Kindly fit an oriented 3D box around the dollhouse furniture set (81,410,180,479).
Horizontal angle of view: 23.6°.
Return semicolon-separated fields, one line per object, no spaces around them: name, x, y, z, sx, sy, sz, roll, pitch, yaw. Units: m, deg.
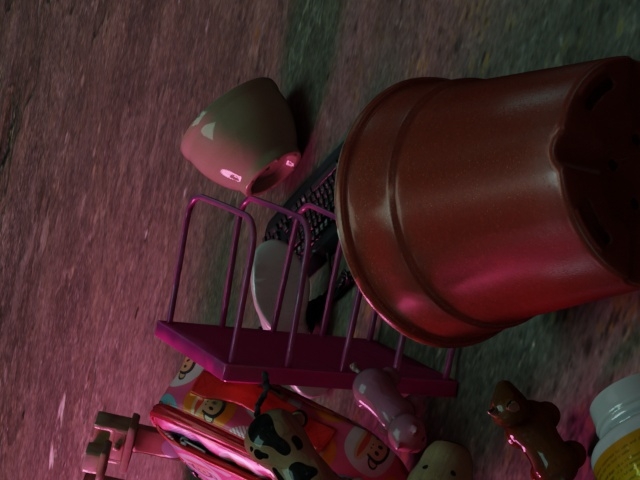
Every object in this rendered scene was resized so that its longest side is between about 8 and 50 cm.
dollhouse furniture set;-0.287;0.461;2.191;0.355;0.174;0.303;-87;11;-71

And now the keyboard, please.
keyboard;0.000;0.000;2.002;0.317;0.033;0.201;-46;48;52

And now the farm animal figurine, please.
farm animal figurine;0.089;0.271;1.467;0.330;0.172;0.326;-7;82;17

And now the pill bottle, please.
pill bottle;0.304;0.221;1.300;0.117;0.117;0.215;-58;39;42

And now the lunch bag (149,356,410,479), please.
lunch bag;-0.041;0.238;1.728;0.293;0.258;0.120;21;66;26

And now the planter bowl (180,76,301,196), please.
planter bowl;-0.095;-0.128;2.089;0.109;0.162;0.162;52;137;15

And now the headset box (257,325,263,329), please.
headset box;-0.073;0.163;2.115;0.062;0.032;0.083;58;135;47

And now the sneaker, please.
sneaker;-0.052;0.102;1.991;0.094;0.080;0.212;3;110;69

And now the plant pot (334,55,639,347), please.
plant pot;0.198;-0.045;1.409;0.265;0.272;0.272;-12;76;53

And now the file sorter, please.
file sorter;-0.003;0.056;1.727;0.202;0.291;0.182;23;104;61

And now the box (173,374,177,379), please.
box;-0.180;0.238;2.277;0.052;0.062;0.083;-32;59;59
